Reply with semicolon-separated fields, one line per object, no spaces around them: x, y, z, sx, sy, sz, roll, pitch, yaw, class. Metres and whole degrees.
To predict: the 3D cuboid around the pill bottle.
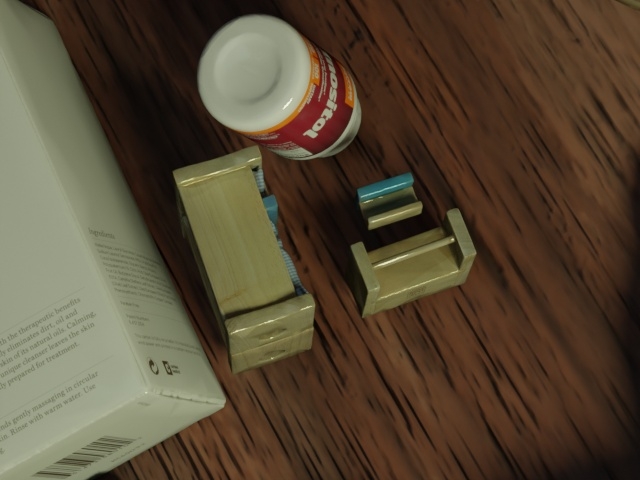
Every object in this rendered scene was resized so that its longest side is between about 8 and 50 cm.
-0.024;-0.107;1.288;0.086;0.152;0.086;-3;80;20;pill bottle

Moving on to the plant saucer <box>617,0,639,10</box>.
0.281;-0.298;1.265;0.278;0.041;0.278;-3;82;20;plant saucer

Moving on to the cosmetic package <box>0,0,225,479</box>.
-0.248;0.004;1.354;0.197;0.155;0.365;-29;72;14;cosmetic package

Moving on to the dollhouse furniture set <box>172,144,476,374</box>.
0.000;0.000;1.295;0.183;0.129;0.129;-18;74;-8;dollhouse furniture set
